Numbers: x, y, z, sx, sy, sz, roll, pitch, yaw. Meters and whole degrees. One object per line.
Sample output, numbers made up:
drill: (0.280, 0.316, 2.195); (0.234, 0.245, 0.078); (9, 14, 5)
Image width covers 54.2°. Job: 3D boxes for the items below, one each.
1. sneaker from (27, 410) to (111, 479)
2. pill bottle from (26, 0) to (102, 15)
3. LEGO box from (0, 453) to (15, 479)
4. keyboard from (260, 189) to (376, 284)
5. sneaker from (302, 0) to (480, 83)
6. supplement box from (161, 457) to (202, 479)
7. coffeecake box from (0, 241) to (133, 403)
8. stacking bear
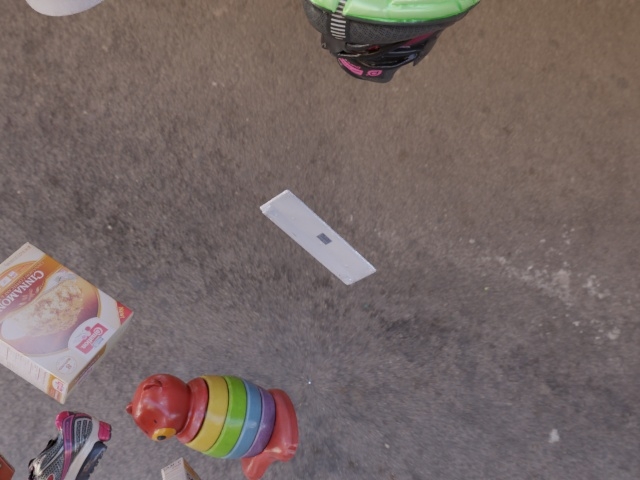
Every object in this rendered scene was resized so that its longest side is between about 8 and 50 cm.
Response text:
sneaker: (-0.540, 0.484, 1.245); (0.112, 0.121, 0.299); (32, 74, -19)
pill bottle: (-0.430, -0.525, 0.852); (0.229, 0.407, 0.229); (-4, 61, 7)
LEGO box: (-0.758, 0.468, 0.866); (0.500, 0.193, 0.372); (-4, 45, 1)
keyboard: (0.000, 0.000, 1.171); (0.072, 0.256, 0.014); (-33, 33, 26)
sneaker: (0.092, -0.283, 0.789); (0.185, 0.483, 0.202); (31, 117, 6)
supplement box: (-0.182, 0.355, 0.852); (0.036, 0.098, 0.062); (-30, 122, -5)
coffeecake box: (-0.385, 0.112, 0.873); (0.185, 0.068, 0.142); (33, 45, 0)
stacking bear: (-0.209, 0.327, 1.167); (0.289, 0.175, 0.164); (22, 43, -30)
